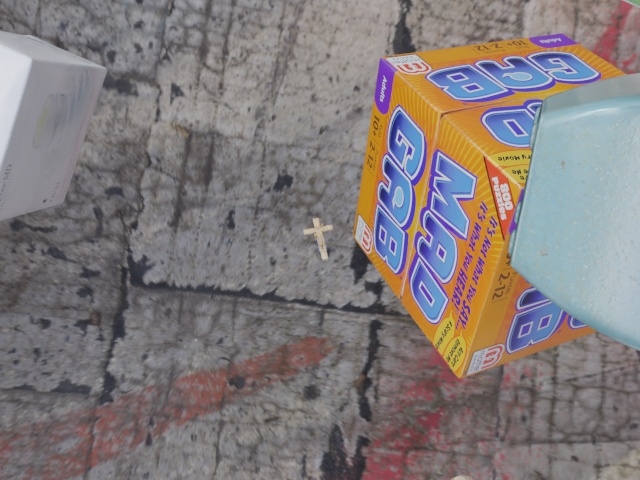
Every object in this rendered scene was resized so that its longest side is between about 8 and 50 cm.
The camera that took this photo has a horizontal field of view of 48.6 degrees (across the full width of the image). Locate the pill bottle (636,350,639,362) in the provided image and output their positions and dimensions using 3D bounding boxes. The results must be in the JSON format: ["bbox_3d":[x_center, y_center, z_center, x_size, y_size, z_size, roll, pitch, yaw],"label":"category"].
[{"bbox_3d":[0.664,0.224,1.318,0.130,0.130,0.246,-30,111,-13],"label":"pill bottle"}]

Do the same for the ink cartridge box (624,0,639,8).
[{"bbox_3d":[0.267,-0.265,0.519,0.171,0.235,0.056,34,82,17],"label":"ink cartridge box"}]

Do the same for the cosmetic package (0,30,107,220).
[{"bbox_3d":[-0.426,-0.160,0.967,0.138,0.225,0.224,24,103,3],"label":"cosmetic package"}]

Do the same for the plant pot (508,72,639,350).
[{"bbox_3d":[0.317,-0.037,0.666,0.252,0.248,0.247,11,111,15],"label":"plant pot"}]

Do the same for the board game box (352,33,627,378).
[{"bbox_3d":[0.304,-0.072,1.118,0.356,0.356,0.356,-13,43,-21],"label":"board game box"}]

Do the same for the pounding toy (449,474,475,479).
[{"bbox_3d":[0.205,0.430,0.908,0.110,0.183,0.237,-32,68,5],"label":"pounding toy"}]

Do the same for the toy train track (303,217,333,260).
[{"bbox_3d":[0.000,0.000,1.127,0.048,0.014,0.083,-10,52,-5],"label":"toy train track"}]
